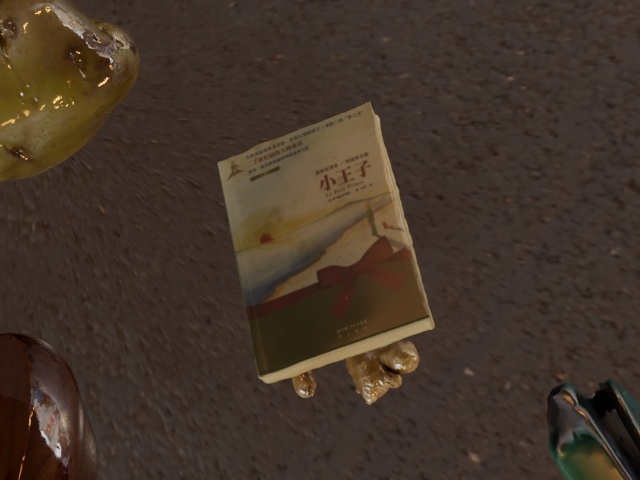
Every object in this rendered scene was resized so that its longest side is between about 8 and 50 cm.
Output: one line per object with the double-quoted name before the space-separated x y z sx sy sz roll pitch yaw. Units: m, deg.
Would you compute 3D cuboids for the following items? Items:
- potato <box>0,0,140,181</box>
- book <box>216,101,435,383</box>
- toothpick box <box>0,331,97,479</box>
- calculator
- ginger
"potato" -0.262 -0.137 1.201 0.200 0.137 0.154 -34 126 22
"book" 0.000 0.000 1.467 0.201 0.026 0.290 -21 59 10
"toothpick box" -0.275 0.122 0.776 0.294 0.192 0.192 23 91 -34
"calculator" 0.230 0.211 0.758 0.058 0.274 0.248 -34 59 15
"ginger" 0.026 0.136 1.689 0.193 0.052 0.176 -37 63 28
